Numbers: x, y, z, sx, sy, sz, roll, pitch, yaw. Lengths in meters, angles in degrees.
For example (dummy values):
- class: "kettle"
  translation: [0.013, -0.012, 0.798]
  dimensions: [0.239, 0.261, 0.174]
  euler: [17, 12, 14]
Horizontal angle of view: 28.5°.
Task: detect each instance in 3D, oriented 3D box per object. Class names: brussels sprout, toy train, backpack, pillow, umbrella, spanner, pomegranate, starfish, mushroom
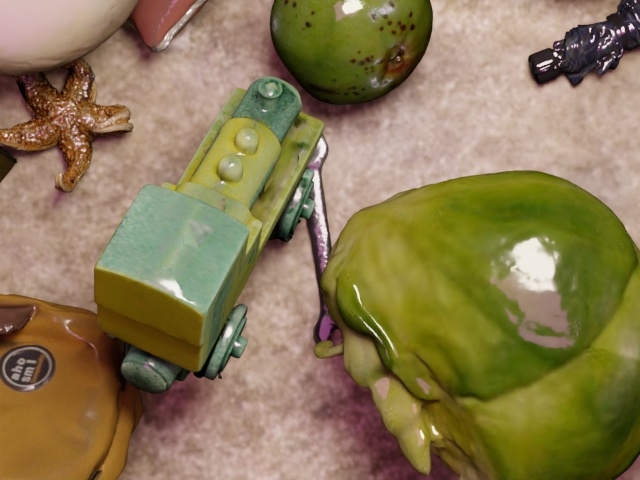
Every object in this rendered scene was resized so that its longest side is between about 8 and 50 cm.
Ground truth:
- class: "brussels sprout"
  translation: [0.189, 0.082, 1.296]
  dimensions: [0.371, 0.276, 0.315]
  euler: [35, 100, 15]
- class: "toy train"
  translation: [-0.100, -0.027, 1.280]
  dimensions: [0.150, 0.237, 0.369]
  euler: [23, 55, 4]
- class: "backpack"
  translation: [-0.383, 0.196, 1.314]
  dimensions: [0.378, 0.201, 0.354]
  euler: [1, 49, 6]
- class: "pillow"
  translation: [-0.168, -0.319, 1.437]
  dimensions: [0.179, 0.075, 0.171]
  euler: [-46, 62, 9]
- class: "umbrella"
  translation: [0.339, -0.237, 1.409]
  dimensions: [0.224, 0.071, 0.080]
  euler: [-21, 56, 7]
- class: "spanner"
  translation: [0.000, 0.000, 1.436]
  dimensions: [0.054, 0.015, 0.255]
  euler: [-9, 85, 1]
- class: "pomegranate"
  translation: [0.017, -0.258, 1.390]
  dimensions: [0.181, 0.181, 0.224]
  euler: [-37, 55, 0]
- class: "starfish"
  translation: [-0.313, -0.149, 1.436]
  dimensions: [0.146, 0.074, 0.190]
  euler: [-41, 83, -10]
- class: "mushroom"
  translation: [-0.357, -0.335, 1.316]
  dimensions: [0.356, 0.315, 0.315]
  euler: [14, 86, 11]

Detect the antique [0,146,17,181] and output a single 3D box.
- class: "antique"
  translation: [-0.414, -0.096, 1.370]
  dimensions: [0.080, 0.221, 0.081]
  euler: [37, 88, 6]
